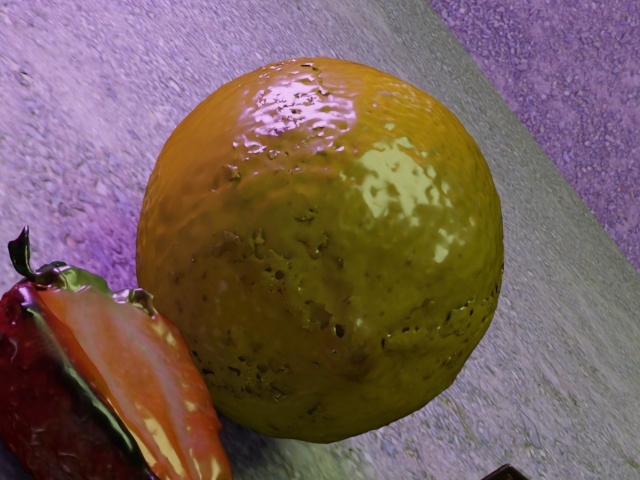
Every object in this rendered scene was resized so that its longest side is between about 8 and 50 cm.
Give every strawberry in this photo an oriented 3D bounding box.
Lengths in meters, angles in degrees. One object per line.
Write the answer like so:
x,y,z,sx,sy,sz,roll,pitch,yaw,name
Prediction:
-0.123,0.089,0.653,0.192,0.085,0.140,48,18,-11,strawberry

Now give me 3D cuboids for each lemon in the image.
0.000,0.000,0.840,0.258,0.258,0.310,45,23,-17,lemon

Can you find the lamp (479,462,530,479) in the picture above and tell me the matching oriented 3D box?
0.168,0.322,0.886,0.090,0.089,0.325,41,22,-30,lamp
